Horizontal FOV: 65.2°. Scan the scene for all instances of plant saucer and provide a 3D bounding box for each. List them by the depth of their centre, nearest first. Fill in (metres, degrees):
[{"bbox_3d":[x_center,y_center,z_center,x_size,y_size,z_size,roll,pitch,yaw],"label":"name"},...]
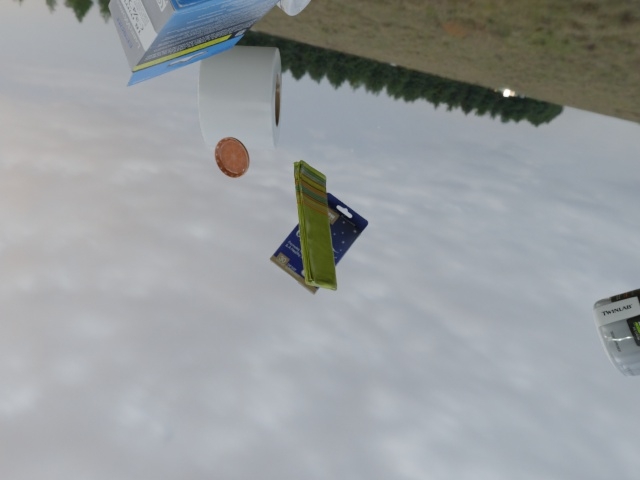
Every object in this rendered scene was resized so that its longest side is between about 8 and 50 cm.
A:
[{"bbox_3d":[-0.178,-0.169,1.017,0.083,0.084,0.013,21,-150,20],"label":"plant saucer"}]

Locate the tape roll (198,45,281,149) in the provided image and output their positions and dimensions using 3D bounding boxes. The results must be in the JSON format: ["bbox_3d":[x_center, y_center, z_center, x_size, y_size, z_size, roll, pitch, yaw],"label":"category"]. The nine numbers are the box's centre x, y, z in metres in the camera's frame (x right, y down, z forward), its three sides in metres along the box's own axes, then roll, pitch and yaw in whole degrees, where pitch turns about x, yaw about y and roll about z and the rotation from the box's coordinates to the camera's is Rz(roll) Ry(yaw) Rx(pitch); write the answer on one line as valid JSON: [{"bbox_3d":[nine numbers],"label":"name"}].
[{"bbox_3d":[-0.187,-0.348,1.226,0.168,0.246,0.246,2,-159,1],"label":"tape roll"}]

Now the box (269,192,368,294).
[{"bbox_3d":[0.000,0.000,1.199,0.136,0.225,0.036,37,169,8],"label":"box"}]

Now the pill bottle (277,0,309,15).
[{"bbox_3d":[-0.106,-0.627,1.162,0.186,0.112,0.112,41,-156,3],"label":"pill bottle"}]

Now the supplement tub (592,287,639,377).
[{"bbox_3d":[0.489,0.110,0.679,0.117,0.190,0.117,30,-134,-37],"label":"supplement tub"}]

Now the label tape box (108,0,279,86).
[{"bbox_3d":[-0.196,-0.378,0.797,0.240,0.106,0.333,-33,-164,-28],"label":"label tape box"}]

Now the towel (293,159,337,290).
[{"bbox_3d":[-0.005,-0.028,0.938,0.021,0.238,0.102,-17,159,31],"label":"towel"}]
